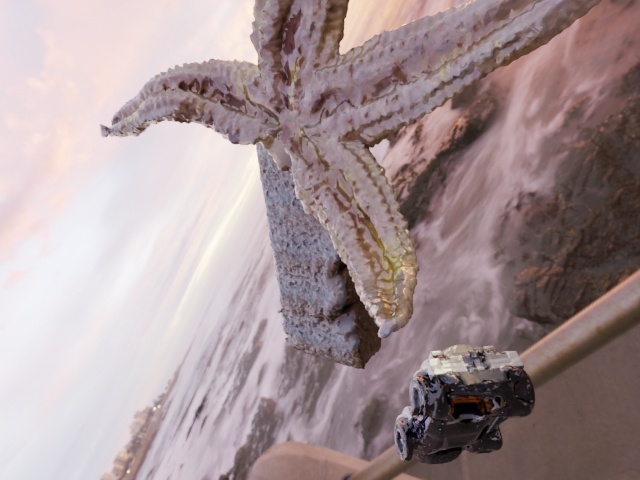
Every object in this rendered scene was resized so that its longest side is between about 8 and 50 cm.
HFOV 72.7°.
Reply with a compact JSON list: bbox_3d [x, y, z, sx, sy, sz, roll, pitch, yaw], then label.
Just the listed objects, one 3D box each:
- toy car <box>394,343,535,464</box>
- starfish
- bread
[{"bbox_3d":[0.226,0.296,0.755,0.117,0.194,0.301,-102,12,-45],"label":"toy car"},{"bbox_3d":[-0.024,-0.119,0.336,0.132,0.398,0.383,-16,-31,-42],"label":"starfish"},{"bbox_3d":[0.000,0.000,0.718,0.113,0.165,0.415,-28,-64,-51],"label":"bread"}]
